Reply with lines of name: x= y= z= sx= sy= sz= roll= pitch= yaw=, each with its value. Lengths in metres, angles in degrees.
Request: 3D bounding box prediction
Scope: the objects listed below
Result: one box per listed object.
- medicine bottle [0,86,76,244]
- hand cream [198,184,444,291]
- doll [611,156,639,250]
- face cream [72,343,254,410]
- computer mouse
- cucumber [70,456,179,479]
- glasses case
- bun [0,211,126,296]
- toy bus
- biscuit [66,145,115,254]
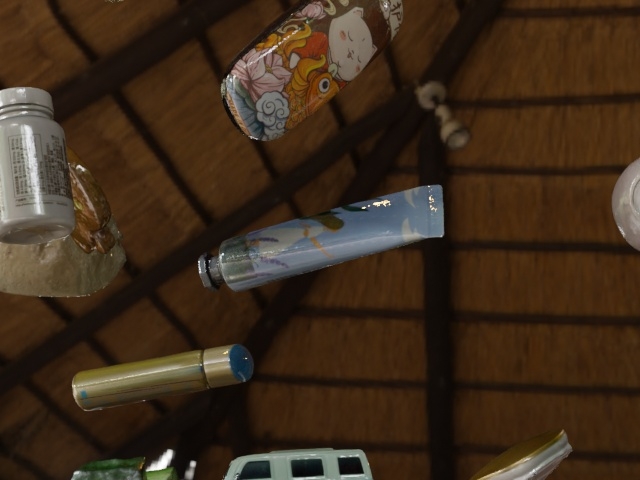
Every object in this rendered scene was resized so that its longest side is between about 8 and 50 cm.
medicine bottle: x=-0.283 y=-0.072 z=1.012 sx=0.079 sy=0.140 sz=0.079 roll=-10 pitch=-13 yaw=-2
hand cream: x=0.000 y=0.000 z=1.112 sx=0.271 sy=0.091 sz=0.058 roll=-15 pitch=-57 yaw=16
doll: x=0.485 y=-0.040 z=1.456 sx=0.150 sy=0.151 sz=0.287 roll=-4 pitch=-6 yaw=20
face cream: x=-0.252 y=0.223 z=1.721 sx=0.285 sy=0.067 sz=0.139 roll=-10 pitch=-9 yaw=-2
computer mouse: x=0.215 y=0.294 z=1.251 sx=0.125 sy=0.056 sz=0.245 roll=-26 pitch=-27 yaw=-27
cucumber: x=-0.271 y=0.411 z=1.523 sx=0.130 sy=0.191 sz=0.191 roll=-3 pitch=-33 yaw=18
glasses case: x=-0.005 y=-0.261 z=1.421 sx=0.082 sy=0.321 sz=0.122 roll=17 pitch=-37 yaw=48
bun: x=-0.480 y=-0.028 z=1.762 sx=0.281 sy=0.205 sz=0.281 roll=5 pitch=12 yaw=-1
toy bus: x=-0.045 y=0.441 z=1.779 sx=0.271 sy=0.165 sz=0.133 roll=-1 pitch=-37 yaw=-10
biscuit: x=-0.360 y=-0.060 z=1.515 sx=0.180 sy=0.039 sz=0.236 roll=50 pitch=-26 yaw=6
